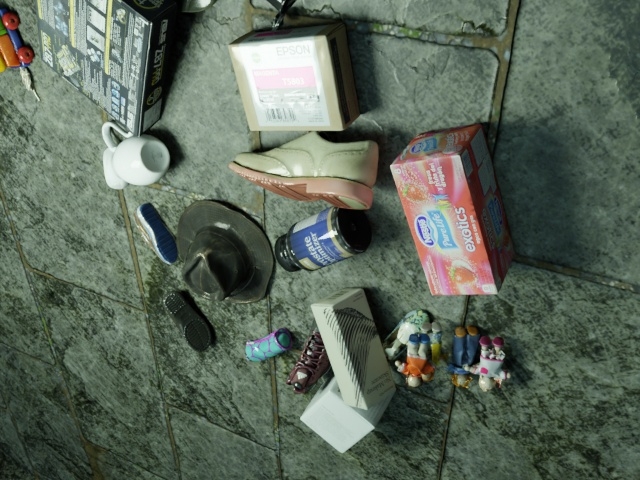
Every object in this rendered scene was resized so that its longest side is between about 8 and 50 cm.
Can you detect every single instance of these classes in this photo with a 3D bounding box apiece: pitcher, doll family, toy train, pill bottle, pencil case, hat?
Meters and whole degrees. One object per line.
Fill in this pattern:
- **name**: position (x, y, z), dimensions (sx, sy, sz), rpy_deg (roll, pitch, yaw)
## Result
- **pitcher**: position (-0.479, -0.224, 1.645), dimensions (0.207, 0.125, 0.177), rpy_deg (-2, 110, 46)
- **doll family**: position (0.304, 0.274, 1.517), dimensions (0.263, 0.118, 0.163), rpy_deg (3, 117, 4)
- **toy train**: position (-0.822, -0.454, 1.671), dimensions (0.105, 0.143, 0.248), rpy_deg (4, 122, 30)
- **pill bottle**: position (0.000, 0.000, 1.492), dimensions (0.219, 0.123, 0.123), rpy_deg (-23, 107, 40)
- **pencil case**: position (-0.148, 0.294, 1.828), dimensions (0.070, 0.064, 0.152), rpy_deg (41, 135, -22)
- **hat**: position (-0.285, 0.063, 1.707), dimensions (0.331, 0.134, 0.331), rpy_deg (17, 128, 23)

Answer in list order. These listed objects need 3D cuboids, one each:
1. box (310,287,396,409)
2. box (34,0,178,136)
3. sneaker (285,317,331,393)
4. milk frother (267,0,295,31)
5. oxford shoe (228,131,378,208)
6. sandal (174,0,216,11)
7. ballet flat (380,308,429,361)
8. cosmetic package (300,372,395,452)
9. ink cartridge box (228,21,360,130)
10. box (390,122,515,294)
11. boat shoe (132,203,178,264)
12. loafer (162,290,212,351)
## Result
- **box**: position (0.081, 0.260, 1.583), dimensions (0.094, 0.113, 0.275), rpy_deg (-6, 107, 55)
- **box**: position (-0.483, -0.452, 1.436), dimensions (0.318, 0.097, 0.395), rpy_deg (36, 148, 2)
- **sneaker**: position (-0.012, 0.304, 1.684), dimensions (0.106, 0.162, 0.281), rpy_deg (27, 131, 14)
- **milk frother**: position (-0.106, -0.480, 1.220), dimensions (0.135, 0.129, 0.143), rpy_deg (39, 127, -3)
- **oxford shoe**: position (-0.035, -0.166, 1.421), dimensions (0.397, 0.140, 0.146), rpy_deg (13, 84, 36)
- **sandal**: position (-0.321, -0.532, 1.346), dimensions (0.303, 0.086, 0.120), rpy_deg (15, 141, 25)
- **ballet flat**: position (0.199, 0.238, 1.575), dimensions (0.070, 0.070, 0.188), rpy_deg (37, 133, 4)
- **cosmetic package**: position (0.073, 0.434, 1.729), dimensions (0.151, 0.151, 0.183), rpy_deg (39, 134, 2)
- **ink cartridge box**: position (-0.053, -0.326, 1.323), dimensions (0.235, 0.088, 0.193), rpy_deg (5, 124, 30)
- **box**: position (0.265, -0.056, 1.271), dimensions (0.142, 0.154, 0.300), rpy_deg (-4, 120, 34)
- **boat shoe**: position (-0.460, -0.014, 1.814), dimensions (0.066, 0.066, 0.183), rpy_deg (-18, 100, 44)
- **loafer**: position (-0.398, 0.235, 1.948), dimensions (0.078, 0.080, 0.220), rpy_deg (20, 140, 63)
